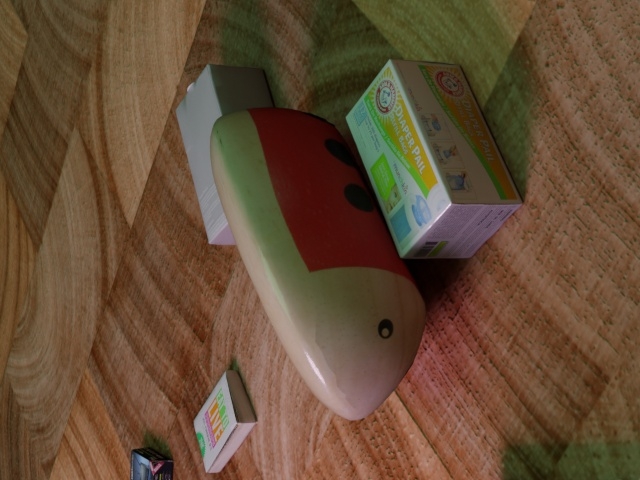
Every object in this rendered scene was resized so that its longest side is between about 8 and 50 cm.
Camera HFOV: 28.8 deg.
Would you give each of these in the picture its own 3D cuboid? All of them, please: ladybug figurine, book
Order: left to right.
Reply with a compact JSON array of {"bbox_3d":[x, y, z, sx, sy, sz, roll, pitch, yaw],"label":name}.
[{"bbox_3d":[-0.150,0.278,1.910,0.144,0.035,0.096,-58,41,41],"label":"book"},{"bbox_3d":[0.000,0.000,1.491,0.162,0.305,0.449,-27,55,4],"label":"ladybug figurine"}]

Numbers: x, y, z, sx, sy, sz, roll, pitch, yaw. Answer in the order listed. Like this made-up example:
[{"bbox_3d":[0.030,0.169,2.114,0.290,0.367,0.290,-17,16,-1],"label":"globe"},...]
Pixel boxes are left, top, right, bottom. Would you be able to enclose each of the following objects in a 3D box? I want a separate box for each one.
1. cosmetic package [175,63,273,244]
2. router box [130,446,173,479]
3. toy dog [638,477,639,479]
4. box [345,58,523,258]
[{"bbox_3d":[-0.122,-0.124,1.797,0.127,0.107,0.238,-43,53,49],"label":"cosmetic package"},{"bbox_3d":[-0.289,0.422,2.112,0.092,0.038,0.122,10,99,57],"label":"router box"},{"bbox_3d":[0.276,0.266,0.878,0.395,0.408,0.284,-35,59,43],"label":"toy dog"},{"bbox_3d":[0.125,-0.094,1.413,0.114,0.103,0.203,-51,50,44],"label":"box"}]
